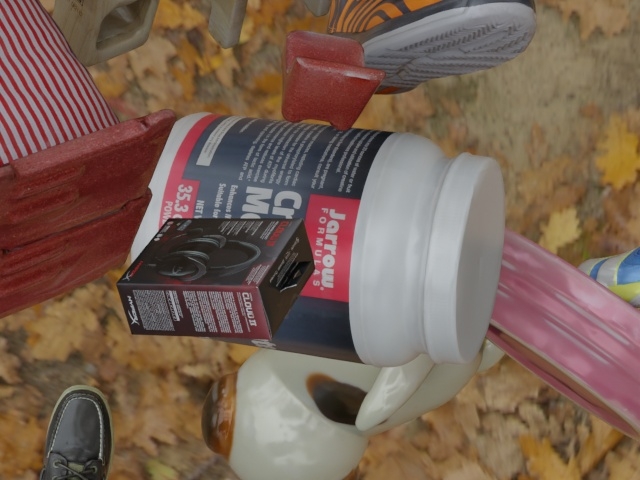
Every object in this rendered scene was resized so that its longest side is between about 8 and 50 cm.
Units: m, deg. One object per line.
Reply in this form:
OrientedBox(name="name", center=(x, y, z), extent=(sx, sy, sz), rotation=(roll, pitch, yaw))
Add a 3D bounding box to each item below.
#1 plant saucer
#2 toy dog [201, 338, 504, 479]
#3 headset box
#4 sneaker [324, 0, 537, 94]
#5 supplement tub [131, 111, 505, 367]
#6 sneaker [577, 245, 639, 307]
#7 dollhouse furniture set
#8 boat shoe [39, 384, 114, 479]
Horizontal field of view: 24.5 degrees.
OrientedBox(name="plant saucer", center=(0.252, 0.101, 1.470), extent=(0.332, 0.332, 0.084), rotation=(34, 85, 15))
OrientedBox(name="toy dog", center=(0.044, 0.168, 1.836), extent=(0.284, 0.395, 0.408), rotation=(30, 124, -21))
OrientedBox(name="headset box", center=(-0.045, 0.017, 0.705), extent=(0.083, 0.032, 0.062), rotation=(0, 32, 24))
OrientedBox(name="sneaker", center=(0.072, -0.227, 1.225), extent=(0.124, 0.321, 0.180), rotation=(1, 88, -24))
OrientedBox(name="supplement tub", center=(0.000, 0.000, 1.211), extent=(0.272, 0.191, 0.191), rotation=(7, 77, 18))
OrientedBox(name="sneaker", center=(0.353, -0.002, 1.362), extent=(0.240, 0.091, 0.126), rotation=(-1, 94, 13))
OrientedBox(name="dollhouse furniture set", center=(-0.099, -0.125, 0.922), extent=(0.374, 0.152, 0.201), rotation=(-25, 67, -32))
OrientedBox(name="boat shoe", center=(-0.278, 0.278, 1.667), extent=(0.080, 0.073, 0.224), rotation=(10, 97, -10))
